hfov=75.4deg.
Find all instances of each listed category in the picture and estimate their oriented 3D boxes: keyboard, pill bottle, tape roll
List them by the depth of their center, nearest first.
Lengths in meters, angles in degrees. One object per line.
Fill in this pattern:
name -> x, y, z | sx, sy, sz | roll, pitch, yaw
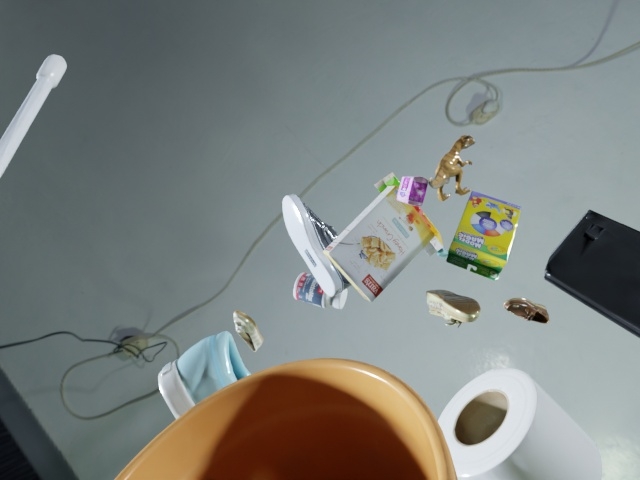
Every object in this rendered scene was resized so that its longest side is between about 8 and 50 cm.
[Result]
keyboard -> 0.471, 0.052, 0.510 | 0.201, 0.033, 0.317 | -51, 50, 2
tape roll -> 0.362, 0.392, 0.790 | 0.169, 0.246, 0.246 | 44, 94, -3
pill bottle -> 0.002, 0.189, 1.526 | 0.180, 0.108, 0.108 | 13, 88, 19

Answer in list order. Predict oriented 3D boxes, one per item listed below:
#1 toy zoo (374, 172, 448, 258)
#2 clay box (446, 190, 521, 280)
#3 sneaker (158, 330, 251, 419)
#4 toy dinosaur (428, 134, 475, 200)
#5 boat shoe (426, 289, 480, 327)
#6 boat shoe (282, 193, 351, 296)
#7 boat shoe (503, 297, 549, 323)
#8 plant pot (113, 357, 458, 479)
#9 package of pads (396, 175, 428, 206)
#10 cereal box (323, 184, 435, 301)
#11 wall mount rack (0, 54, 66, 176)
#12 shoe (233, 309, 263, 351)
toy zoo -> 0.274, -0.066, 1.205 | 0.030, 0.192, 0.293 | -38, 91, 23
clay box -> 0.394, -0.016, 0.998 | 0.127, 0.053, 0.222 | 22, 52, 15
sneaker -> -0.084, 0.299, 0.636 | 0.150, 0.135, 0.366 | -41, 89, -2
toy dinosaur -> 0.237, -0.126, 0.789 | 0.064, 0.112, 0.211 | 2, 40, 40
boat shoe -> 0.427, 0.224, 1.339 | 0.105, 0.285, 0.089 | -1, 94, -5
boat shoe -> 0.000, 0.000, 1.136 | 0.102, 0.108, 0.301 | -26, 81, -30
boat shoe -> 0.733, 0.250, 1.463 | 0.178, 0.060, 0.064 | 16, 127, -13
plant pot -> -0.017, 0.265, 0.322 | 0.291, 0.291, 0.203 | -19, 109, 8
package of pads -> 0.164, -0.090, 0.745 | 0.032, 0.083, 0.050 | 11, 99, -5
cereal box -> 0.147, 0.008, 1.015 | 0.240, 0.047, 0.173 | -46, 108, -10
wall mount rack -> -0.355, -0.036, 0.321 | 0.350, 0.304, 0.130 | -24, 100, 26
shoe -> -0.289, 0.361, 1.645 | 0.077, 0.219, 0.058 | 3, 44, 31
